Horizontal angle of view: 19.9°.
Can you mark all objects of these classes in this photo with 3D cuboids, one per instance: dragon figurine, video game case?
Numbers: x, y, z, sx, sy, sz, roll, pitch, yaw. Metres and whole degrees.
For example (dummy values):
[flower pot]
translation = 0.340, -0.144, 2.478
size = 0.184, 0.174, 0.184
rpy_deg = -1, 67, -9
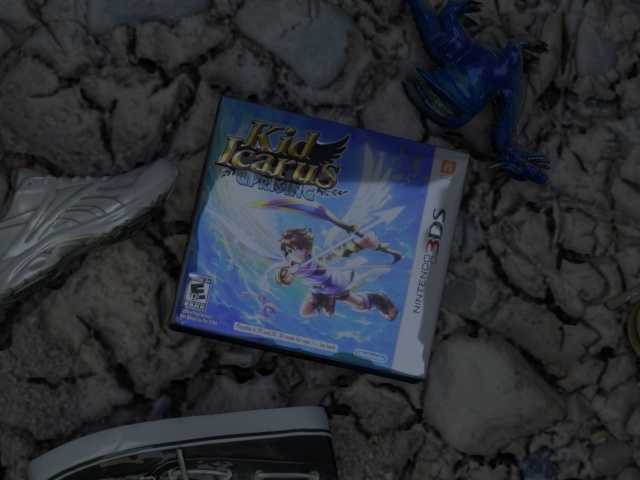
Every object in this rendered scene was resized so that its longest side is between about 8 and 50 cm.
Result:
[dragon figurine]
translation = 0.141, -0.173, 1.919
size = 0.289, 0.085, 0.144
rpy_deg = 33, 78, -3
[video game case]
translation = 0.000, 0.000, 1.886
size = 0.269, 0.061, 0.244
rpy_deg = 13, 79, -6

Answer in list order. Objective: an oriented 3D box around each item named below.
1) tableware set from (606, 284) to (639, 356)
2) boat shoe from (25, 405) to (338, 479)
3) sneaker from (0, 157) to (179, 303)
[tableware set]
translation = 0.414, 0.065, 1.926
size = 0.194, 0.039, 0.128
rpy_deg = -28, 69, -10
[boat shoe]
translation = -0.133, 0.239, 1.805
size = 0.306, 0.113, 0.105
rpy_deg = -5, 68, -18
[sneaker]
translation = -0.255, -0.036, 1.844
size = 0.232, 0.090, 0.115
rpy_deg = -30, 83, -12
